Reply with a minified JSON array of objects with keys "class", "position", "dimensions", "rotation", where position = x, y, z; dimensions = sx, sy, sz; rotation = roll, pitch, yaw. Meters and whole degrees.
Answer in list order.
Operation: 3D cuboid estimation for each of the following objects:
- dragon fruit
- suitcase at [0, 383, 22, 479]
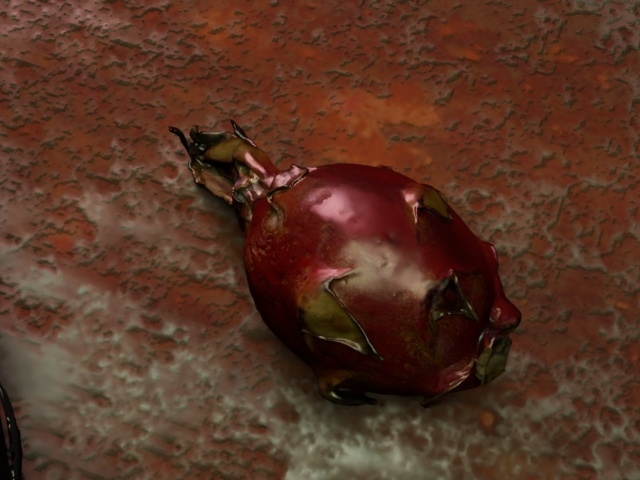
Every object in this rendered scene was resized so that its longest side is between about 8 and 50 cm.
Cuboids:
[{"class":"dragon fruit","position":[0.000,0.000,0.526],"dimensions":[0.125,0.125,0.246],"rotation":[-47,62,-2]},{"class":"suitcase","position":[-0.277,0.133,0.413],"dimensions":[0.283,0.194,0.433],"rotation":[-15,73,-11]}]
